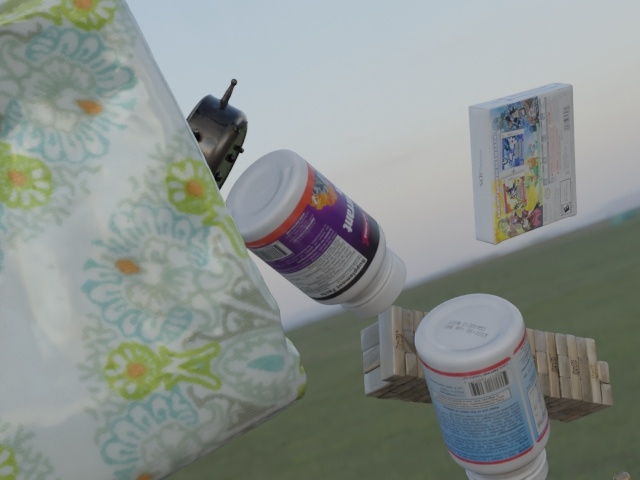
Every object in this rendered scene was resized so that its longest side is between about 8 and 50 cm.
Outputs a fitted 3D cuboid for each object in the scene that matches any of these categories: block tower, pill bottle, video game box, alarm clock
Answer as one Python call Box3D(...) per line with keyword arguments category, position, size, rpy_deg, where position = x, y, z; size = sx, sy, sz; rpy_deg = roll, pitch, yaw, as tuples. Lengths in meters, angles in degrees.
Box3D(category="block tower", position=(0.203, 0.158, 1.902), size=(0.335, 0.091, 0.097), rpy_deg=(12, -27, -31))
Box3D(category="pill bottle", position=(0.000, 0.000, 1.586), size=(0.108, 0.108, 0.193), rpy_deg=(-21, -47, 36))
Box3D(category="pill bottle", position=(0.134, 0.128, 1.214), size=(0.087, 0.160, 0.087), rpy_deg=(-13, 32, 8))
Box3D(category="video game box", position=(0.300, -0.115, 2.244), size=(0.187, 0.205, 0.048), rpy_deg=(-19, 21, -40))
Box3D(category="alarm clock", position=(-0.133, -0.078, 1.677), size=(0.129, 0.064, 0.192), rpy_deg=(-59, -2, -46))

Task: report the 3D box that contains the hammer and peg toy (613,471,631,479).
Box3D(category="hammer and peg toy", position=(0.300, 0.448, 1.787), size=(0.127, 0.266, 0.361), rpy_deg=(-8, 17, 33))

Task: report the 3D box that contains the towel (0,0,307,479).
Box3D(category="towel", position=(-0.215, 0.014, 1.077), size=(0.320, 0.374, 0.090), rpy_deg=(-26, 2, -25))
